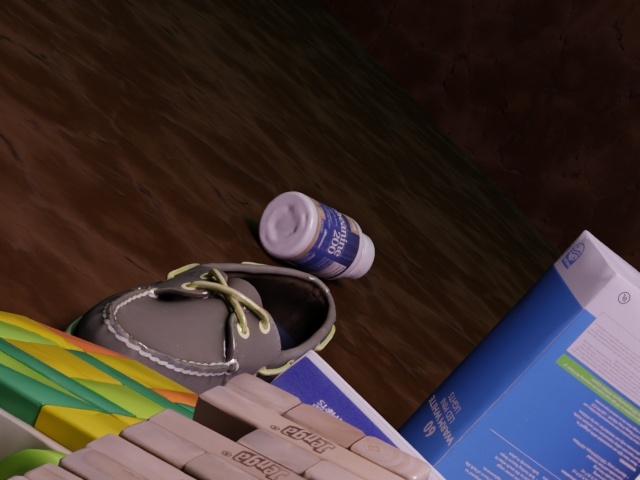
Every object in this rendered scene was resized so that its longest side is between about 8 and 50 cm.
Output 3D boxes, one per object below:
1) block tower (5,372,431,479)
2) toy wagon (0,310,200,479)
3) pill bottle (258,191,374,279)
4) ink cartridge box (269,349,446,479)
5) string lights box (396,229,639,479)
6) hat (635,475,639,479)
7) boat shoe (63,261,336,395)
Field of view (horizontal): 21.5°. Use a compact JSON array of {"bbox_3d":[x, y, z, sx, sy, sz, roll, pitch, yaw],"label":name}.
[{"bbox_3d":[-0.082,0.136,0.538,0.097,0.091,0.335,24,22,24],"label":"block tower"},{"bbox_3d":[-0.073,0.123,0.822,0.344,0.068,0.267,25,3,30],"label":"toy wagon"},{"bbox_3d":[0.000,0.000,1.642,0.120,0.067,0.067,25,20,-50],"label":"pill bottle"},{"bbox_3d":[0.049,0.200,1.006,0.223,0.045,0.224,43,-24,24],"label":"ink cartridge box"},{"bbox_3d":[0.155,0.136,1.201,0.133,0.260,0.077,37,14,-24],"label":"string lights box"},{"bbox_3d":[0.262,0.274,1.600,0.173,0.183,0.208,48,-29,0],"label":"hat"},{"bbox_3d":[-0.075,0.061,1.156,0.109,0.091,0.305,45,13,16],"label":"boat shoe"}]
